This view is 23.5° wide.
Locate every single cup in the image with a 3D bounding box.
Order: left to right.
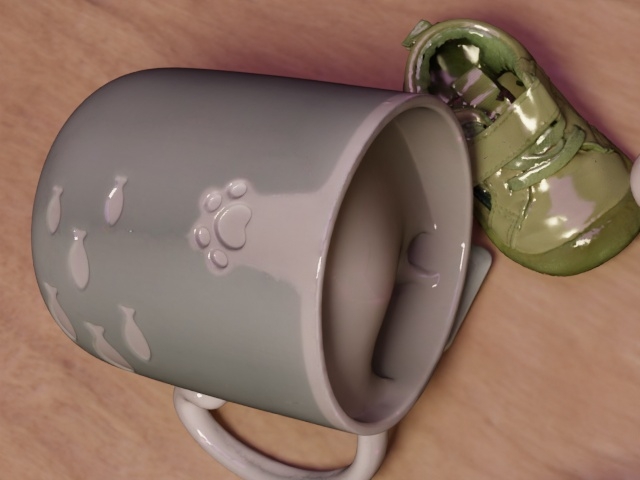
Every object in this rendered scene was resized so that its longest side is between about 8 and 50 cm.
[{"bbox_3d":[-0.055,0.041,1.210,0.275,0.356,0.259,12,29,27],"label":"cup"}]

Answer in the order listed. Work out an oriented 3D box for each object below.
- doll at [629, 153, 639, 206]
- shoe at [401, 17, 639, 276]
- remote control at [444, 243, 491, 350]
[{"bbox_3d":[0.445,-0.101,1.155,0.366,0.187,0.376,21,65,20],"label":"doll"},{"bbox_3d":[0.152,-0.079,1.291,0.140,0.128,0.262,-43,59,12],"label":"shoe"},{"bbox_3d":[0.000,0.000,1.332,0.293,0.051,0.103,22,76,25],"label":"remote control"}]
